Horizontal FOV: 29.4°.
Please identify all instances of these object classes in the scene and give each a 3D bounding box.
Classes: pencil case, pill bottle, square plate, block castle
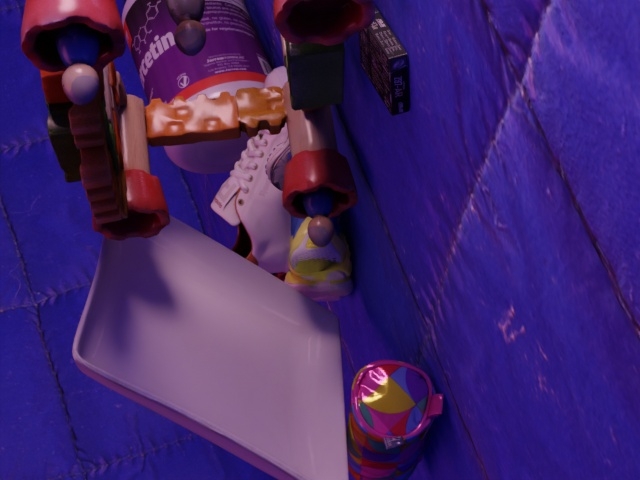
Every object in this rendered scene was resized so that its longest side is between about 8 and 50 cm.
[{"bbox_3d":[0.079,0.217,1.408,0.236,0.105,0.104,95,157,-66],"label":"pencil case"},{"bbox_3d":[-0.176,-0.266,1.750,0.181,0.182,0.322,91,160,-60],"label":"pill bottle"},{"bbox_3d":[-0.119,0.118,1.396,0.344,0.049,0.347,31,-154,-19],"label":"square plate"},{"bbox_3d":[-0.112,-0.143,1.194,0.453,0.303,0.212,92,171,-67],"label":"block castle"}]

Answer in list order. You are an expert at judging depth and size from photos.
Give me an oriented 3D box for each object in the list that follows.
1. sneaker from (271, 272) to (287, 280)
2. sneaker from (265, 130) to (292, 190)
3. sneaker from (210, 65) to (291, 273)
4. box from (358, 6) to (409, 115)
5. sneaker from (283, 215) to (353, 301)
[{"bbox_3d":[-0.069,0.000,1.841,0.262,0.104,0.125,160,96,-79],"label":"sneaker"},{"bbox_3d":[-0.025,-0.101,1.506,0.058,0.052,0.135,54,141,24],"label":"sneaker"},{"bbox_3d":[-0.080,-0.085,1.611,0.106,0.123,0.290,-132,41,-61],"label":"sneaker"},{"bbox_3d":[0.057,-0.165,1.118,0.067,0.018,0.083,83,166,-45],"label":"box"},{"bbox_3d":[0.000,0.000,1.581,0.240,0.091,0.126,103,168,-72],"label":"sneaker"}]
